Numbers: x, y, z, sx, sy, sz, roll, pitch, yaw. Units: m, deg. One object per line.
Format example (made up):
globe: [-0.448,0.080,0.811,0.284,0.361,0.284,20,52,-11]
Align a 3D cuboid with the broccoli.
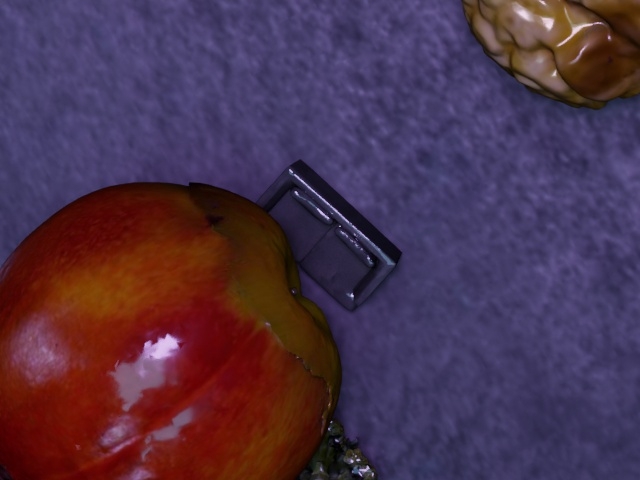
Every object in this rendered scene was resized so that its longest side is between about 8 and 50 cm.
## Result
broccoli: [-0.008,0.250,1.606,0.131,0.120,0.130,-26,91,-6]

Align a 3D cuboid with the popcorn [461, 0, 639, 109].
popcorn: [0.225,-0.253,1.363,0.332,0.225,0.265,25,131,14]

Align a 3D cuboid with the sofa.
sofa: [0.000,0.000,1.565,0.147,0.060,0.085,43,111,-1]

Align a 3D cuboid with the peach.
peach: [-0.166,0.126,1.494,0.370,0.370,0.370,4,106,13]
